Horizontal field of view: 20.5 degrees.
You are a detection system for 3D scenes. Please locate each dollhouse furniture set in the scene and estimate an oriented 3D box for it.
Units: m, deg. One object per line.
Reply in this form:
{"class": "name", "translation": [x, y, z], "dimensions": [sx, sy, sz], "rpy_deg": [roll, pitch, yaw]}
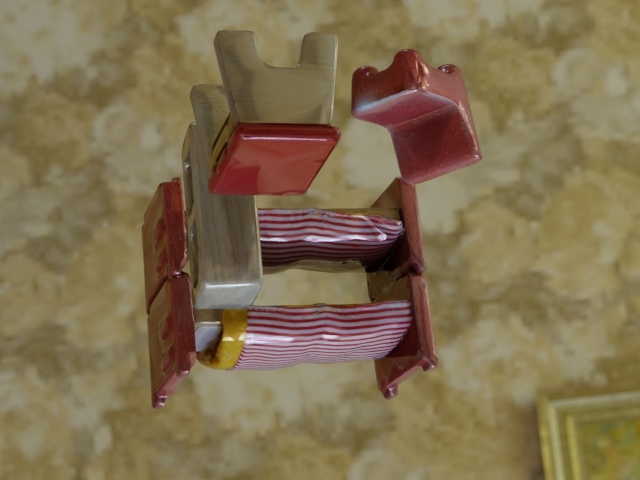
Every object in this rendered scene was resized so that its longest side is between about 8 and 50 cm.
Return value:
{"class": "dollhouse furniture set", "translation": [0.000, 0.000, 1.220], "dimensions": [0.374, 0.201, 0.152], "rpy_deg": [127, -40, -68]}
